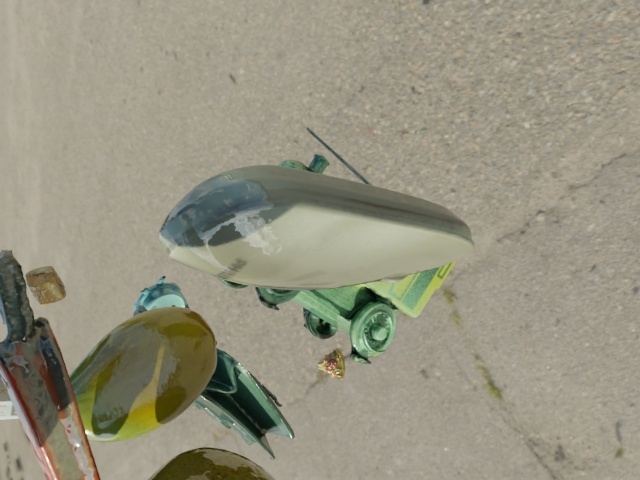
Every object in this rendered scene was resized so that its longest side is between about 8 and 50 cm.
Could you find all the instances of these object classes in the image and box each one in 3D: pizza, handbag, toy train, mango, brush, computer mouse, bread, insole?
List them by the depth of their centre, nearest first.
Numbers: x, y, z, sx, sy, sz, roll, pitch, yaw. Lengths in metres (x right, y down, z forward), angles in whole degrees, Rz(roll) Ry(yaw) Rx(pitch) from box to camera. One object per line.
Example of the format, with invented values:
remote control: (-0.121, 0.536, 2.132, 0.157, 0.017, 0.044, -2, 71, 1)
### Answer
brush: (-0.251, 0.153, 0.605, 0.070, 0.051, 0.323, 31, 133, 50)
computer mouse: (0.001, 0.006, 0.685, 0.197, 0.331, 0.094, -30, 57, 58)
mango: (-0.208, 0.155, 0.762, 0.092, 0.195, 0.130, 1, 112, 62)
toy train: (0.016, 0.015, 0.940, 0.150, 0.369, 0.237, 27, 83, 50)
insole: (0.043, -0.110, 0.987, 0.006, 0.065, 0.193, -49, 65, 8)
handbag: (-0.210, 0.240, 1.150, 0.327, 0.089, 0.238, 13, 147, 44)
bread: (-0.666, 0.110, 1.613, 0.132, 0.074, 0.053, 97, 155, -61)
pizza: (0.026, 0.326, 1.728, 0.025, 0.078, 0.083, 32, -135, -76)

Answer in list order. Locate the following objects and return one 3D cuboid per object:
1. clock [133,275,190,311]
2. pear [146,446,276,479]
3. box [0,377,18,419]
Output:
clock: (-0.331, 0.133, 1.376, 0.045, 0.108, 0.147, 39, 151, 41)
pear: (-0.109, 0.320, 0.658, 0.228, 0.188, 0.211, 61, -178, 21)
box: (-0.732, 0.325, 1.487, 0.155, 0.243, 0.067, 55, 133, 47)
